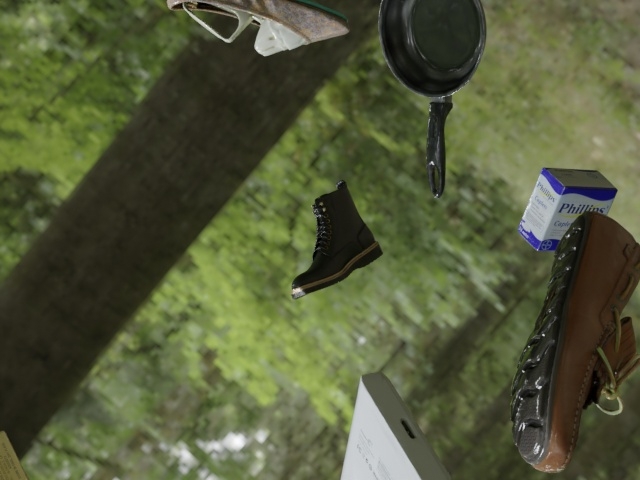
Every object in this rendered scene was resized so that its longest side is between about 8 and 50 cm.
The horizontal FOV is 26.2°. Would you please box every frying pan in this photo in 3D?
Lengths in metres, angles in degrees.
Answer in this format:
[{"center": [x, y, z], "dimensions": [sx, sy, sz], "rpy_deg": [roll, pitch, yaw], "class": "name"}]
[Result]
[{"center": [0.187, -0.244, 1.972], "dimensions": [0.053, 0.197, 0.326], "rpy_deg": [-17, -96, -43], "class": "frying pan"}]

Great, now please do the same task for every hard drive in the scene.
[{"center": [0.083, 0.346, 1.742], "dimensions": [0.040, 0.307, 0.203], "rpy_deg": [-9, -139, -22], "class": "hard drive"}]

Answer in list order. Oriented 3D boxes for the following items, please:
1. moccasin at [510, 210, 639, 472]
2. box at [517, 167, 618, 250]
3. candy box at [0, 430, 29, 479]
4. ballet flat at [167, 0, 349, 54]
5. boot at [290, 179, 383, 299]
[{"center": [0.330, 0.130, 1.682], "dimensions": [0.147, 0.139, 0.380], "rpy_deg": [28, -137, -1], "class": "moccasin"}, {"center": [0.443, -0.054, 2.466], "dimensions": [0.126, 0.137, 0.072], "rpy_deg": [1, -148, -29], "class": "box"}, {"center": [-0.545, 0.357, 1.730], "dimensions": [0.316, 0.183, 0.087], "rpy_deg": [-23, -100, -40], "class": "candy box"}, {"center": [-0.110, -0.367, 2.276], "dimensions": [0.316, 0.106, 0.107], "rpy_deg": [21, 175, 10], "class": "ballet flat"}, {"center": [0.000, 0.000, 2.163], "dimensions": [0.198, 0.077, 0.137], "rpy_deg": [-32, -81, -48], "class": "boot"}]
